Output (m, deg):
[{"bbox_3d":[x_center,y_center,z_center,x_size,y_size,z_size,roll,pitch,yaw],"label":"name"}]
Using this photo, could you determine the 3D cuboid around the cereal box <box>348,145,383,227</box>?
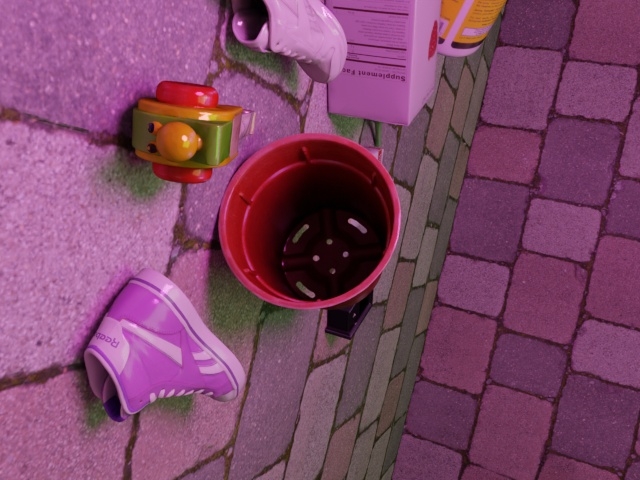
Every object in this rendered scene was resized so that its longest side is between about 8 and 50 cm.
[{"bbox_3d":[0.084,-0.118,1.384,0.240,0.047,0.172,-36,136,-59],"label":"cereal box"}]

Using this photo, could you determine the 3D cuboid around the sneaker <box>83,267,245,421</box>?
[{"bbox_3d":[-0.208,0.178,0.775,0.161,0.102,0.282,-60,144,-28],"label":"sneaker"}]

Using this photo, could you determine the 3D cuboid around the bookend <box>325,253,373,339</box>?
[{"bbox_3d":[0.076,0.138,1.496,0.156,0.072,0.157,-48,145,-51],"label":"bookend"}]

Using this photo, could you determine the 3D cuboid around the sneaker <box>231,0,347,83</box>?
[{"bbox_3d":[-0.059,-0.313,0.852,0.152,0.114,0.305,-57,151,-9],"label":"sneaker"}]

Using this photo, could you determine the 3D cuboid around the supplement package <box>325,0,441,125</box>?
[{"bbox_3d":[0.123,-0.398,1.125,0.177,0.175,0.292,-54,150,-45],"label":"supplement package"}]

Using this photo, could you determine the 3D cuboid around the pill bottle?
[{"bbox_3d":[0.301,-0.546,1.146,0.188,0.188,0.334,-59,176,-38],"label":"pill bottle"}]

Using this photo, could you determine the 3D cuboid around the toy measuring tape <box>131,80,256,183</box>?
[{"bbox_3d":[-0.156,-0.142,0.733,0.330,0.122,0.121,-85,-178,-73],"label":"toy measuring tape"}]

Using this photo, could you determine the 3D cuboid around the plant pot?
[{"bbox_3d":[0.000,0.000,0.988,0.265,0.273,0.272,60,47,-73],"label":"plant pot"}]

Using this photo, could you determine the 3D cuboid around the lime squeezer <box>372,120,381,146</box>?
[{"bbox_3d":[0.147,-0.349,1.387,0.110,0.059,0.310,-48,145,-50],"label":"lime squeezer"}]
